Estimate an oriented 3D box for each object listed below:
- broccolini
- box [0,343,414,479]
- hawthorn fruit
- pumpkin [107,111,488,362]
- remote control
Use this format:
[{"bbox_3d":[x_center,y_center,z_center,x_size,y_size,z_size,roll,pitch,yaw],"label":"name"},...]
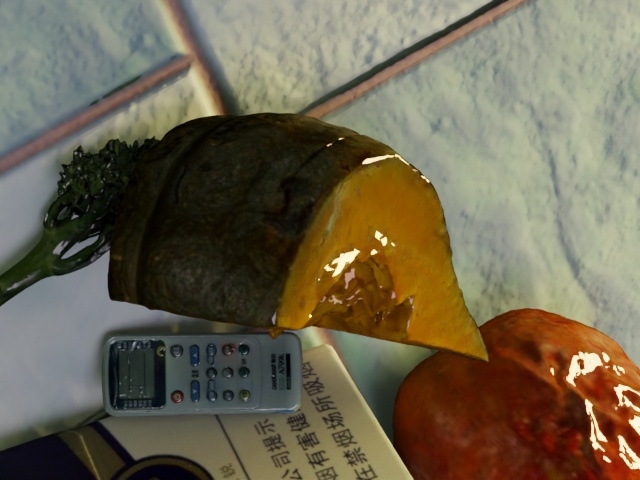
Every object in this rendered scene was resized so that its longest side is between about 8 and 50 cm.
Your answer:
[{"bbox_3d":[-0.181,0.032,0.764,0.254,0.057,0.071,-40,85,-6],"label":"broccolini"},{"bbox_3d":[-0.077,0.173,0.824,0.259,0.168,0.071,-16,138,-20],"label":"box"},{"bbox_3d":[0.164,0.169,0.902,0.207,0.243,0.207,-11,119,-21],"label":"hawthorn fruit"},{"bbox_3d":[0.003,-0.002,0.786,0.248,0.131,0.126,17,78,-58],"label":"pumpkin"},{"bbox_3d":[-0.073,0.083,0.836,0.124,0.018,0.053,1,83,-6],"label":"remote control"}]
